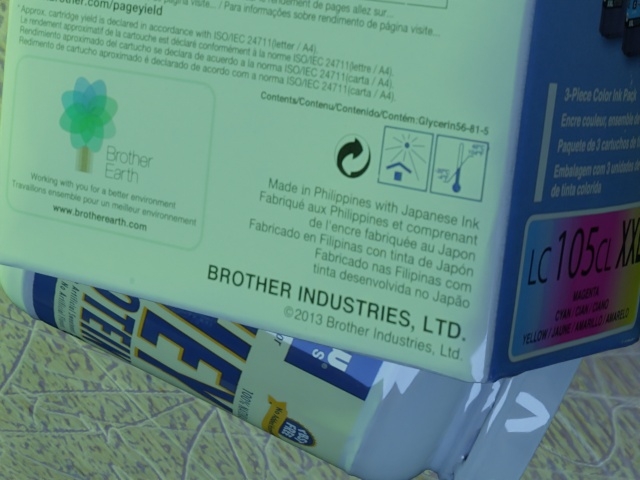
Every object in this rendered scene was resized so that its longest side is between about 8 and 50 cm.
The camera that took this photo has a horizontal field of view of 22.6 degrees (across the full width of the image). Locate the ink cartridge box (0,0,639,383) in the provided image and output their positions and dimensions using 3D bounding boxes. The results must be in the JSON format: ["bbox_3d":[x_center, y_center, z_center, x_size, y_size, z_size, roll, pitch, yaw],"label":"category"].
[{"bbox_3d":[0.015,-0.163,0.684,0.270,0.151,0.395,12,103,32],"label":"ink cartridge box"}]

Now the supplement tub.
[{"bbox_3d":[0.000,0.000,0.948,0.325,0.235,0.235,26,139,6],"label":"supplement tub"}]
